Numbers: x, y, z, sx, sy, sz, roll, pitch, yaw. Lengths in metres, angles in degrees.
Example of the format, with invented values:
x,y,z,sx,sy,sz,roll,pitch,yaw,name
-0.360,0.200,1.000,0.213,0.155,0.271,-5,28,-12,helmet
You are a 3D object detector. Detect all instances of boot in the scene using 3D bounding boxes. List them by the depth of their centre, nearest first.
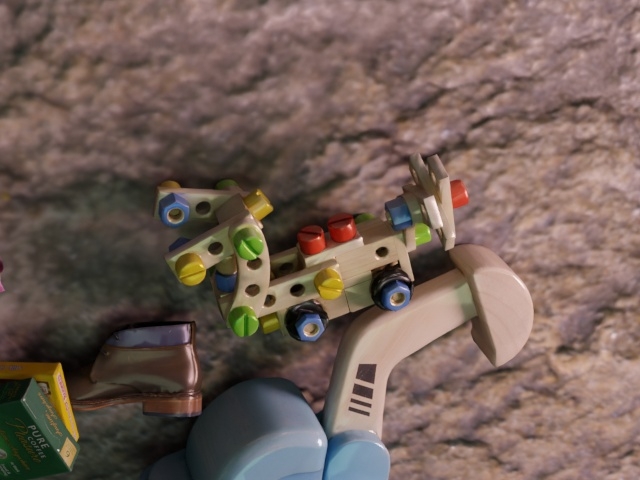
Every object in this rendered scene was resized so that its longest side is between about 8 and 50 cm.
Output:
x,y,z,sx,sy,sz,roll,pitch,yaw,name
-0.239,0.135,1.689,0.219,0.082,0.106,5,94,-4,boot

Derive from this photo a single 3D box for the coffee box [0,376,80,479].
x,y,z,sx,sy,sz,roll,pitch,yaw,name
-0.364,0.215,1.631,0.184,0.040,0.113,-15,122,23,coffee box

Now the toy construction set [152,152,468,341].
x,y,z,sx,sy,sz,roll,pitch,yaw,name
0.000,0.000,1.614,0.328,0.151,0.215,-12,124,6,toy construction set

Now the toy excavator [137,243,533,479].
x,y,z,sx,sy,sz,roll,pitch,yaw,name
0.009,0.224,1.727,0.433,0.222,0.445,1,113,-16,toy excavator

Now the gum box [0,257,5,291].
x,y,z,sx,sy,sz,roll,pitch,yaw,name
-0.401,-0.013,1.543,0.107,0.062,0.188,-16,124,-4,gum box

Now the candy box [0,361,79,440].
x,y,z,sx,sy,sz,roll,pitch,yaw,name
-0.373,0.178,1.650,0.206,0.027,0.105,0,126,12,candy box
